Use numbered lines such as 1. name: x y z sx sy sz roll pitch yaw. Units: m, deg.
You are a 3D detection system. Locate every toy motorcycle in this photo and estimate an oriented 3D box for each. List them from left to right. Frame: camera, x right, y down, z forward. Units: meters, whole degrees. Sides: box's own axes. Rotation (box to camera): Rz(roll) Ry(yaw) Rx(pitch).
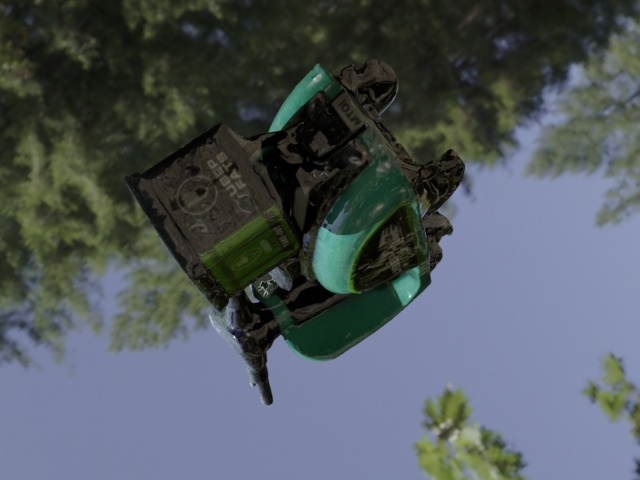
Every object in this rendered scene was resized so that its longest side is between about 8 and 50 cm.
1. toy motorcycle: 0.000 0.000 0.450 0.058 0.100 0.173 56 176 20
